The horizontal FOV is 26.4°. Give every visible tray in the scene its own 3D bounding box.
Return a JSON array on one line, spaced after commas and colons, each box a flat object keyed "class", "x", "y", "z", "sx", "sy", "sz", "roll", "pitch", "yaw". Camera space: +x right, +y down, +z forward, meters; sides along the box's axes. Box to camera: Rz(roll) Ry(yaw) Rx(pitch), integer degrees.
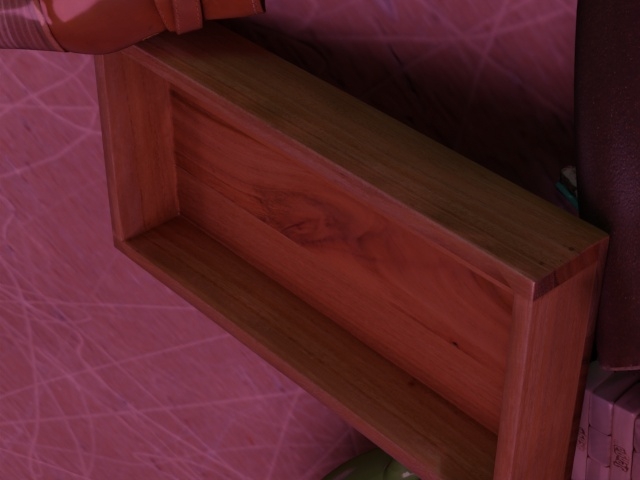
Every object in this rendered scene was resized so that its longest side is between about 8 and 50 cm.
[{"class": "tray", "x": 0.000, "y": 0.000, "z": 0.920, "sx": 0.411, "sy": 0.076, "sz": 0.203, "roll": 34, "pitch": 138, "yaw": 37}]

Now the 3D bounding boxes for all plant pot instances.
[{"class": "plant pot", "x": 0.237, "y": -0.063, "z": 0.809, "sx": 0.215, "sy": 0.215, "sz": 0.230, "roll": -18, "pitch": 87, "yaw": 32}]

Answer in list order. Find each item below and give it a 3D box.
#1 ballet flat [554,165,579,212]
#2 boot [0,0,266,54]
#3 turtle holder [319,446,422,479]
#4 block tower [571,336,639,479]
[{"class": "ballet flat", "x": 0.255, "y": 0.024, "z": 0.957, "sx": 0.077, "sy": 0.091, "sz": 0.241, "roll": -37, "pitch": 112, "yaw": 6}, {"class": "boot", "x": -0.151, "y": -0.265, "z": 0.888, "sx": 0.220, "sy": 0.109, "sz": 0.284, "roll": -4, "pitch": 97, "yaw": 8}, {"class": "turtle holder", "x": 0.051, "y": 0.325, "z": 1.103, "sx": 0.243, "sy": 0.320, "sz": 0.227, "roll": 25, "pitch": 155, "yaw": -4}, {"class": "block tower", "x": 0.195, "y": 0.106, "z": 0.932, "sx": 0.335, "sy": 0.097, "sz": 0.091, "roll": 28, "pitch": 137, "yaw": 37}]
